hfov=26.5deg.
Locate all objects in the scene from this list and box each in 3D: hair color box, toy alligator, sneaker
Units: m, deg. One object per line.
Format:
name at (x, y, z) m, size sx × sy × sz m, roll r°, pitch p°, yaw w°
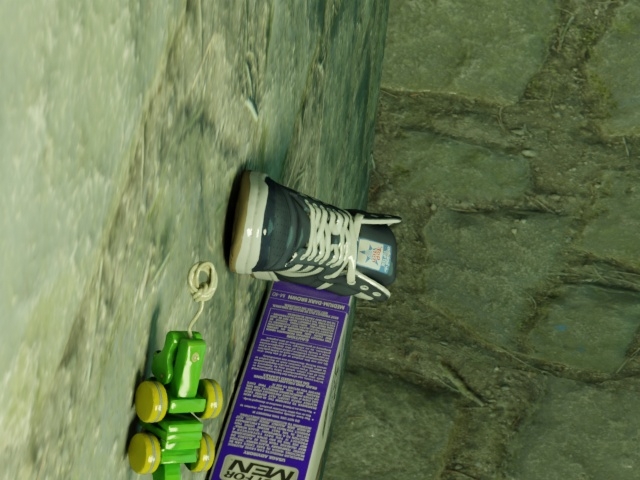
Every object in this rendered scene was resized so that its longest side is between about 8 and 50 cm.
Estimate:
hair color box at (-0.047, 0.224, 1.543) m, size 0.339 × 0.110 × 0.185 m, roll -72°, pitch 172°, yaw -49°
toy alligator at (-0.104, 0.102, 0.957) m, size 0.051 × 0.056 × 0.189 m, roll 18°, pitch -78°, yaw 52°
sneaker at (0.000, 0.000, 1.322) m, size 0.282 × 0.153 × 0.099 m, roll 60°, pitch 40°, yaw -83°
